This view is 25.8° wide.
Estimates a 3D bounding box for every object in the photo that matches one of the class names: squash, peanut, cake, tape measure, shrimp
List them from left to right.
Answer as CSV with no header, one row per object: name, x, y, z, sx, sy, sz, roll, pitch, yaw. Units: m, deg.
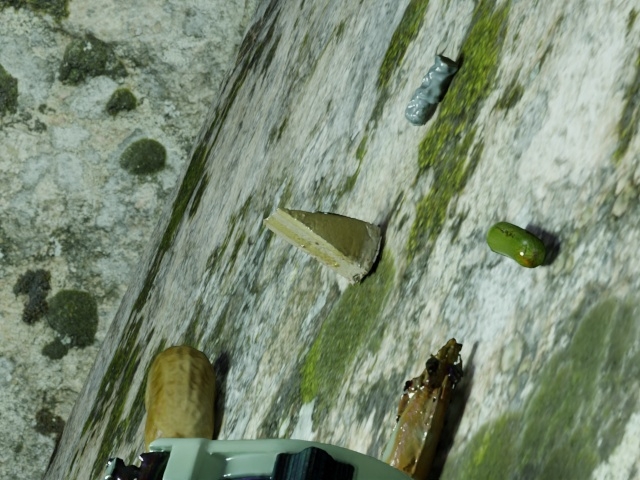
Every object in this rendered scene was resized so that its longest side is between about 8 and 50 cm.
peanut,-0.185,0.227,1.846,0.226,0.095,0.108,-97,17,-57
cake,0.000,0.000,1.465,0.052,0.121,0.065,128,153,-59
tape measure,0.000,0.271,1.028,0.351,0.215,0.098,64,-150,-45
shrimp,0.068,0.162,1.116,0.091,0.043,0.184,-133,67,-79
squash,0.154,0.004,1.083,0.027,0.027,0.083,-66,16,4

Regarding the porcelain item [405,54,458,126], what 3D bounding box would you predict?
porcelain item,0.116,-0.157,1.483,0.083,0.028,0.036,-60,-1,28
